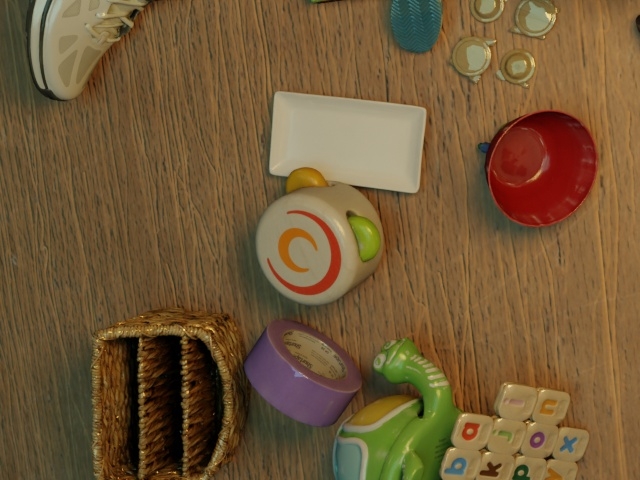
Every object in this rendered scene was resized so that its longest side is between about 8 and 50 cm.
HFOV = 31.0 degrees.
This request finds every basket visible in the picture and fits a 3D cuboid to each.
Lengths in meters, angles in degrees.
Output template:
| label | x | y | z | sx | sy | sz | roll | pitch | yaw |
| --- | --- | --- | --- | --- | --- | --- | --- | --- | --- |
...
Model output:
| label | x | y | z | sx | sy | sz | roll | pitch | yaw |
| --- | --- | --- | --- | --- | --- | --- | --- | --- | --- |
| basket | -0.258 | 0.285 | 2.027 | 0.213 | 0.223 | 0.299 | 6 | 100 | 21 |

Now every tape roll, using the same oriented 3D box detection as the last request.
| label | x | y | z | sx | sy | sz | roll | pitch | yaw |
| --- | --- | --- | --- | --- | --- | --- | --- | --- | --- |
| tape roll | -0.029 | 0.221 | 1.945 | 0.189 | 0.189 | 0.080 | 37 | 109 | 12 |

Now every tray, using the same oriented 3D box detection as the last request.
| label | x | y | z | sx | sy | sz | roll | pitch | yaw |
| --- | --- | --- | --- | --- | --- | --- | --- | --- | --- |
| tray | 0.046 | -0.167 | 1.940 | 0.270 | 0.030 | 0.145 | 9 | 101 | 20 |

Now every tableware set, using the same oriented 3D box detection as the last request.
| label | x | y | z | sx | sy | sz | roll | pitch | yaw |
| --- | --- | --- | --- | --- | --- | --- | --- | --- | --- |
| tableware set | 0.289 | -0.323 | 1.826 | 0.141 | 0.020 | 0.168 | 22 | 105 | 15 |

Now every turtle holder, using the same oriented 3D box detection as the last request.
| label | x | y | z | sx | sy | sz | roll | pitch | yaw |
| --- | --- | --- | --- | --- | --- | --- | --- | --- | --- |
| turtle holder | 0.127 | 0.348 | 1.870 | 0.227 | 0.243 | 0.320 | 18 | 138 | 46 |

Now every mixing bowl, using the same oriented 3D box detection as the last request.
| label | x | y | z | sx | sy | sz | roll | pitch | yaw |
| --- | --- | --- | --- | --- | --- | --- | --- | --- | --- |
| mixing bowl | 0.324 | -0.121 | 1.784 | 0.181 | 0.098 | 0.181 | -5 | 108 | -15 |

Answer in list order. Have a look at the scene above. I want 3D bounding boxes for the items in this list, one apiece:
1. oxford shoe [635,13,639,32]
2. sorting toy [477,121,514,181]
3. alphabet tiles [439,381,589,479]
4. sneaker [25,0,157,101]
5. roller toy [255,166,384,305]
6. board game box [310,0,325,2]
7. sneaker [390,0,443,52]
| label | x | y | z | sx | sy | sz | roll | pitch | yaw |
| --- | --- | --- | --- | --- | --- | --- | --- | --- | --- |
| oxford shoe | 0.578 | -0.320 | 1.698 | 0.212 | 0.076 | 0.076 | -11 | 124 | 20 |
| sorting toy | 0.282 | -0.144 | 1.846 | 0.042 | 0.061 | 0.102 | 30 | 105 | 60 |
| alphabet tiles | 0.298 | 0.361 | 1.821 | 0.021 | 0.278 | 0.284 | 31 | 106 | 56 |
| sneaker | -0.331 | -0.422 | 1.971 | 0.257 | 0.169 | 0.447 | 24 | 104 | 18 |
| roller toy | 0.000 | 0.000 | 1.921 | 0.209 | 0.146 | 0.191 | 34 | 119 | 16 |
| board game box | 0.047 | -0.479 | 1.880 | 0.141 | 0.048 | 0.170 | -2 | 97 | 20 |
| sneaker | 0.154 | -0.412 | 1.832 | 0.087 | 0.092 | 0.228 | 1 | 118 | 19 |
